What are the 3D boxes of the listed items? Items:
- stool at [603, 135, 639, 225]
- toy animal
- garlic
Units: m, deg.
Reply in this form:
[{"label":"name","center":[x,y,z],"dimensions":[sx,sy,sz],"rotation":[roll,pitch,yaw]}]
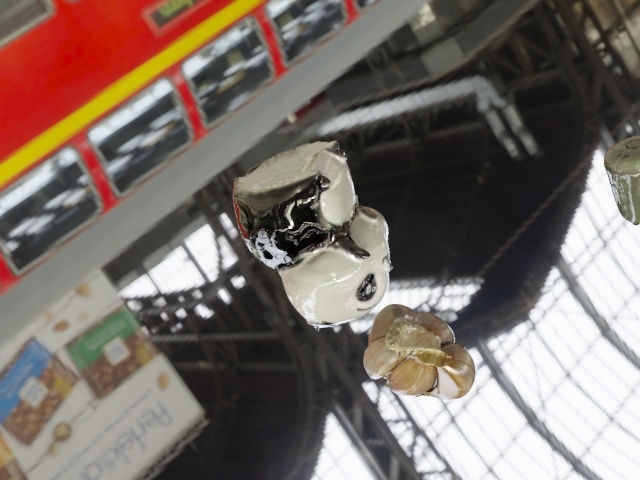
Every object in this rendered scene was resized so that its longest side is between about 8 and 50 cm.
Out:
[{"label":"stool","center":[0.441,-0.083,1.534],"dimensions":[0.096,0.110,0.096],"rotation":[-16,-157,7]},{"label":"toy animal","center":[0.000,0.000,1.986],"dimensions":[0.250,0.310,0.251],"rotation":[-22,-160,8]},{"label":"garlic","center":[0.195,0.216,2.196],"dimensions":[0.191,0.214,0.160],"rotation":[118,-16,-59]}]
